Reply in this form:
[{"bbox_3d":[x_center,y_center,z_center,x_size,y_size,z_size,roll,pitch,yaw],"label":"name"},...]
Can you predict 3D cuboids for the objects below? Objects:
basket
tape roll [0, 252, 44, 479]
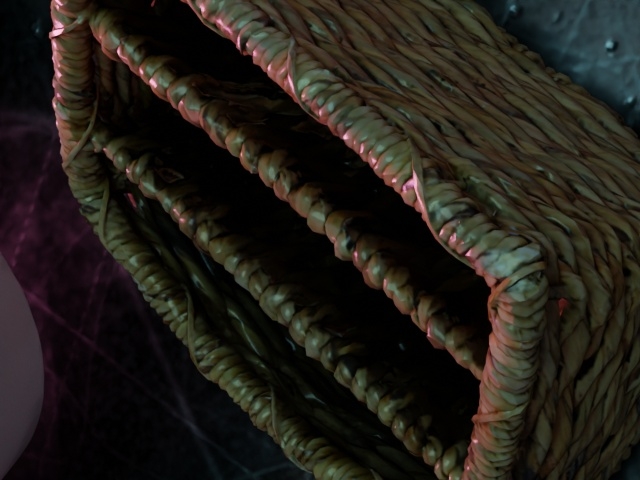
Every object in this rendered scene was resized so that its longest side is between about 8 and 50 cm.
[{"bbox_3d":[0.000,0.000,0.899,0.299,0.223,0.213,43,116,25],"label":"basket"},{"bbox_3d":[-0.289,0.086,1.043,0.246,0.169,0.246,10,123,16],"label":"tape roll"}]
